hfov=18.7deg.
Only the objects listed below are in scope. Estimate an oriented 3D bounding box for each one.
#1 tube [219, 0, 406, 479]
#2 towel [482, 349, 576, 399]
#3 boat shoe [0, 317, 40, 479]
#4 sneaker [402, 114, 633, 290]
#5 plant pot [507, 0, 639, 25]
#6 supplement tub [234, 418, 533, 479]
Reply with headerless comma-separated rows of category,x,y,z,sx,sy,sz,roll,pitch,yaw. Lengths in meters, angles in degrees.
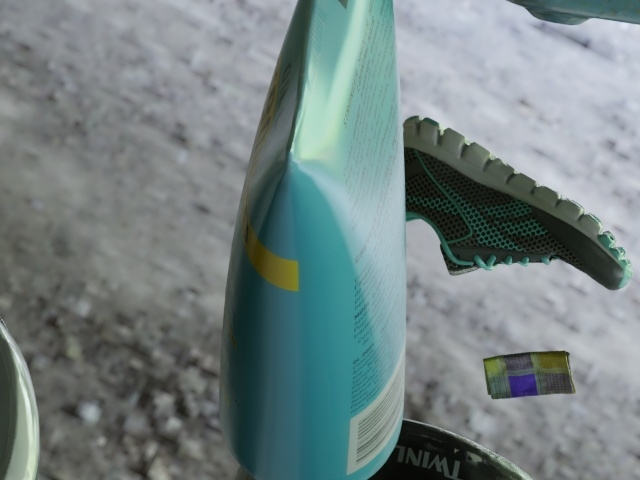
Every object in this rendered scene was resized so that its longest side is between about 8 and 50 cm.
tube,0.000,0.000,0.464,0.052,0.207,0.080,4,61,1
towel,0.195,0.126,1.811,0.083,0.060,0.009,-4,45,9
boat shoe,-0.156,0.063,0.813,0.076,0.080,0.228,51,-3,-39
sneaker,0.107,-0.006,1.167,0.166,0.076,0.065,32,3,18
plant pot,0.147,-0.209,0.764,0.247,0.252,0.248,7,11,-11
supplement tub,0.016,0.271,1.049,0.193,0.193,0.316,23,55,-13
